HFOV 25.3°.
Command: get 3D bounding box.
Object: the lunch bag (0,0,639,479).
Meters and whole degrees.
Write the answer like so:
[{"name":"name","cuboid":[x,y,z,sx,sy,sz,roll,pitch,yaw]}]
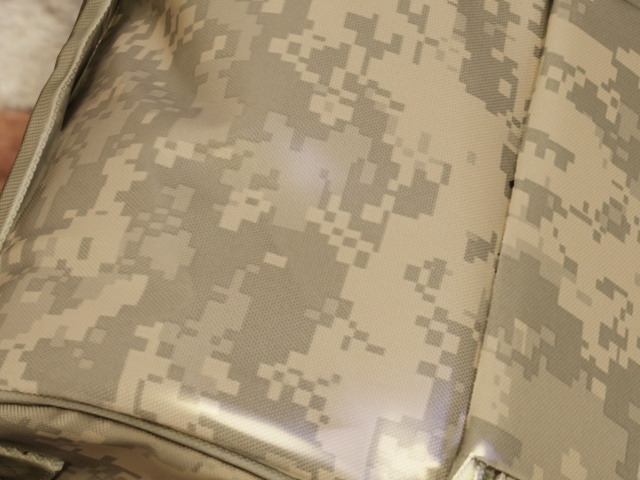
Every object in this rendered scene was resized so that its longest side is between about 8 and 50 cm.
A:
[{"name":"lunch bag","cuboid":[0.000,0.000,0.568,0.256,0.212,0.305,28,58,-19]}]
